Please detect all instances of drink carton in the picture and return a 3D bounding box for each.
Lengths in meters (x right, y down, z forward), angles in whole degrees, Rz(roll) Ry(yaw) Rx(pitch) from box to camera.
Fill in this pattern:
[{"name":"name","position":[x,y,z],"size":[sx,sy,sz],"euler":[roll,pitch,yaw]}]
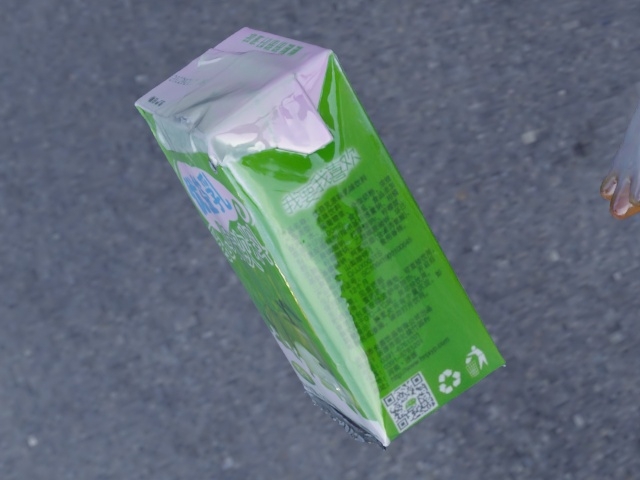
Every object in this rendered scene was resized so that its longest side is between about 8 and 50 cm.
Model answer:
[{"name":"drink carton","position":[0.000,0.000,1.150],"size":[0.271,0.108,0.161],"euler":[59,166,-22]}]

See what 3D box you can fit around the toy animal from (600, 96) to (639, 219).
[{"name":"toy animal","position":[0.238,-0.060,0.497],"size":[0.302,0.225,0.284],"euler":[2,78,3]}]
